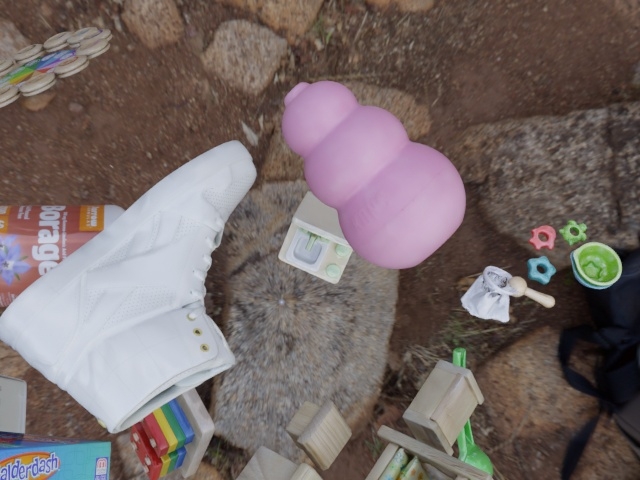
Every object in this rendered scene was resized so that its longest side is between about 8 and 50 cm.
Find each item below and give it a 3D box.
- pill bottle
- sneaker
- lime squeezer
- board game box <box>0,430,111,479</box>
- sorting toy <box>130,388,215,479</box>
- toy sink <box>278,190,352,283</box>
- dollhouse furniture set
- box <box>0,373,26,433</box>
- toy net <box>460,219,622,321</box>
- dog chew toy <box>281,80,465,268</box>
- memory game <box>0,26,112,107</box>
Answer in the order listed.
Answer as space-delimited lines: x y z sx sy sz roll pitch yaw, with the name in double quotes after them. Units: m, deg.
-0.295 0.016 0.981 0.216 0.121 0.121 -2 86 -13 "pill bottle"
-0.126 0.044 0.761 0.169 0.108 0.292 41 63 8 "sneaker"
0.192 0.272 0.895 0.059 0.110 0.310 -26 82 -32 "lime squeezer"
-0.316 0.198 0.718 0.160 0.210 0.047 -3 79 29 "board game box"
-0.298 0.275 1.420 0.089 0.257 0.255 -22 67 -27 "sorting toy"
0.000 0.000 1.877 0.153 0.234 0.131 23 109 -1 "toy sink"
0.061 0.141 0.532 0.101 0.161 0.182 16 59 41 "dollhouse furniture set"
-0.480 0.294 0.985 0.121 0.148 0.311 22 128 -35 "box"
0.302 0.038 1.158 0.232 0.045 0.122 -16 69 -15 "toy net"
0.070 -0.115 1.289 0.206 0.206 0.332 -44 92 -5 "dog chew toy"
-0.308 -0.184 0.873 0.186 0.186 0.012 -24 121 -4 "memory game"
